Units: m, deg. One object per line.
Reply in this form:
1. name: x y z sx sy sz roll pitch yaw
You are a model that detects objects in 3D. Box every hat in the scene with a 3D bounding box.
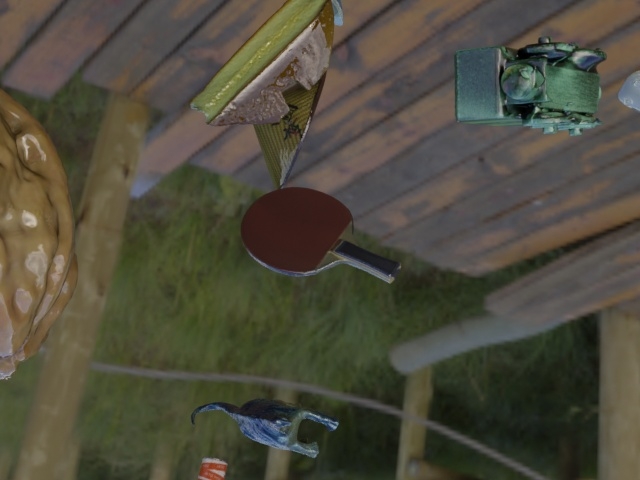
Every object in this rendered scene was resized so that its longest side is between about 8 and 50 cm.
1. hat: -0.062 -0.170 1.655 0.082 0.193 0.193 21 152 -8

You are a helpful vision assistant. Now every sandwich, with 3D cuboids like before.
1. sandwich: -0.061 -0.231 1.578 0.090 0.244 0.088 39 172 49

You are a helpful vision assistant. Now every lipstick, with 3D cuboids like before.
1. lipstick: -0.166 0.378 1.663 0.038 0.130 0.038 12 160 4

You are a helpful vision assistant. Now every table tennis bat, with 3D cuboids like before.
1. table tennis bat: 0.000 0.000 1.053 0.158 0.095 0.014 23 148 23

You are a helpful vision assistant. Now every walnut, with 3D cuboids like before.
1. walnut: -0.273 -0.016 0.812 0.198 0.245 0.198 -25 169 -5

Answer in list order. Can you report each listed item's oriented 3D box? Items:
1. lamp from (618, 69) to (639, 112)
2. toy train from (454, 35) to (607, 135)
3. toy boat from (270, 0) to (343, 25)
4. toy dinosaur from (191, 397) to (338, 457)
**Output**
1. lamp: 0.325 -0.169 0.966 0.056 0.198 0.050 38 154 16
2. toy train: 0.368 -0.264 2.049 0.238 0.166 0.299 0 -179 36
3. toy boat: -0.012 -0.364 1.833 0.105 0.149 0.034 30 137 -9
4. toy dinosaur: -0.074 0.274 1.763 0.147 0.076 0.363 18 170 -24
